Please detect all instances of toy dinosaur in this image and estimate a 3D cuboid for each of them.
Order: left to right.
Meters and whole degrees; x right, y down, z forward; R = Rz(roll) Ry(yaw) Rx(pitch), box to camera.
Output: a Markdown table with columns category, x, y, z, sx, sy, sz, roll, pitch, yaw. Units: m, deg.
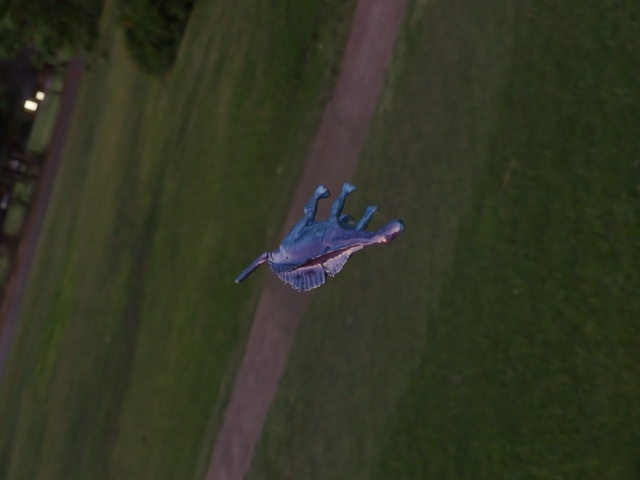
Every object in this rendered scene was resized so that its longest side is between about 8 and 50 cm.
| category | x | y | z | sx | sy | sz | roll | pitch | yaw |
| --- | --- | --- | --- | --- | --- | --- | --- | --- | --- |
| toy dinosaur | 0.000 | 0.000 | 0.969 | 0.197 | 0.045 | 0.080 | -17 | 36 | 49 |
